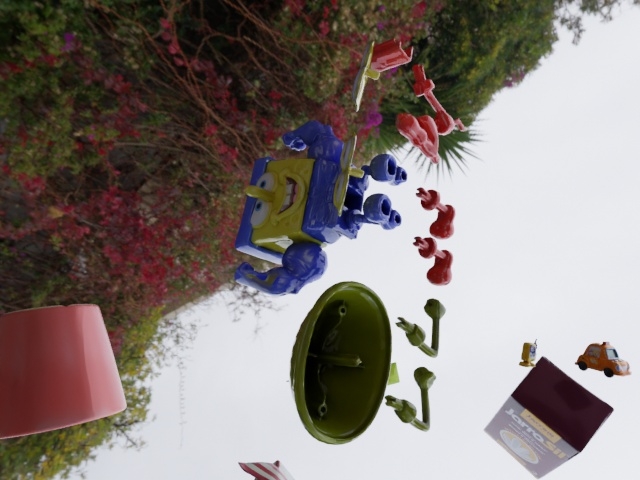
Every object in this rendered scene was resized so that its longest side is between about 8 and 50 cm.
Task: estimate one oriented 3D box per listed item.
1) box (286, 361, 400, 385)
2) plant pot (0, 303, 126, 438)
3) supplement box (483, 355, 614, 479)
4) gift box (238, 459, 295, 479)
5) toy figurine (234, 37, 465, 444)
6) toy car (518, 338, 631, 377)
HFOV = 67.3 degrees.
[{"bbox_3d":[0.041,0.256,0.872,0.109,0.178,0.042,-25,-108,56],"label":"box"},{"bbox_3d":[-0.579,0.272,1.048,0.275,0.275,0.243,-15,-103,29],"label":"plant pot"},{"bbox_3d":[0.317,0.260,0.692,0.081,0.188,0.104,-39,-120,-20],"label":"supplement box"},{"bbox_3d":[-0.078,0.450,0.589,0.258,0.255,0.276,-38,-85,0],"label":"gift box"},{"bbox_3d":[0.000,0.000,0.505,0.217,0.191,0.362,-3,-109,42],"label":"toy figurine"},{"bbox_3d":[0.308,0.139,0.578,0.060,0.122,0.040,-179,-85,-77],"label":"toy car"}]
